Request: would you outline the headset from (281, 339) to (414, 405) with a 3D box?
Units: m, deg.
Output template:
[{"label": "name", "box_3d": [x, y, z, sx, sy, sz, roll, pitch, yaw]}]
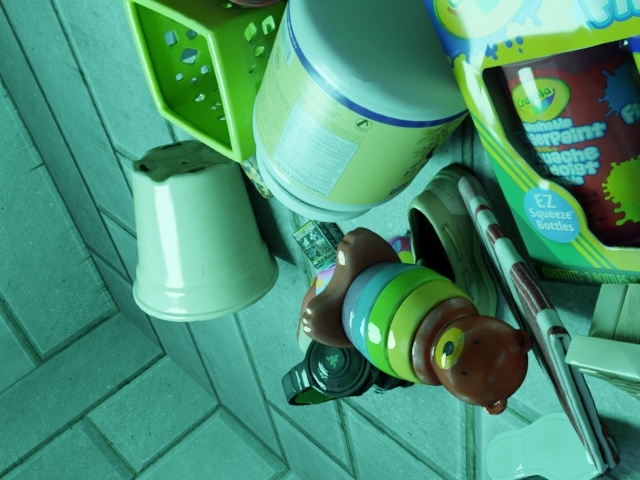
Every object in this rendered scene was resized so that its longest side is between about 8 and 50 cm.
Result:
[{"label": "headset", "box_3d": [0.098, 0.250, 1.303, 0.394, 0.243, 0.185, -41, 59, 40]}]

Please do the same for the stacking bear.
[{"label": "stacking bear", "box_3d": [0.139, 0.117, 0.899, 0.164, 0.175, 0.289, 30, 178, -39]}]

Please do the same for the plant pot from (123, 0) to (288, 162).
[{"label": "plant pot", "box_3d": [-0.133, -0.291, 1.052, 0.228, 0.207, 0.227, 34, 148, 34]}]

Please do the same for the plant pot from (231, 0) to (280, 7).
[{"label": "plant pot", "box_3d": [-0.110, -0.424, 0.886, 0.174, 0.191, 0.191, 46, 154, 32]}]

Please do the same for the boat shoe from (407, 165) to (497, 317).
[{"label": "boat shoe", "box_3d": [0.187, 0.050, 1.056, 0.121, 0.110, 0.341, 27, 143, 42]}]

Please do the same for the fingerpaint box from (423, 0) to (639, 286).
[{"label": "fingerpaint box", "box_3d": [0.326, -0.138, 0.541, 0.444, 0.163, 0.371, 4, 127, 57]}]

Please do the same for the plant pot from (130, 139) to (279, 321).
[{"label": "plant pot", "box_3d": [-0.271, -0.043, 1.507, 0.333, 0.333, 0.306, 26, 131, 43]}]

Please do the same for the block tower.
[{"label": "block tower", "box_3d": [0.395, 0.142, 0.667, 0.335, 0.097, 0.091, 26, 168, -23]}]

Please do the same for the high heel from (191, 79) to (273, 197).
[{"label": "high heel", "box_3d": [-0.173, -0.195, 1.354, 0.261, 0.093, 0.186, 34, 143, 17]}]

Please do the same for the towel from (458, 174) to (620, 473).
[{"label": "towel", "box_3d": [0.258, 0.084, 0.836, 0.237, 0.037, 0.329, 60, -170, -30]}]

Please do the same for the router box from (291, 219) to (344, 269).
[{"label": "router box", "box_3d": [0.000, 0.000, 1.379, 0.092, 0.038, 0.122, 53, 153, -1]}]

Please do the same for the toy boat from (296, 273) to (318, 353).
[{"label": "toy boat", "box_3d": [0.020, 0.133, 1.431, 0.231, 0.151, 0.151, 101, 156, -56]}]

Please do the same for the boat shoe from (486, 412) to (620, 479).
[{"label": "boat shoe", "box_3d": [0.386, 0.344, 1.120, 0.302, 0.091, 0.114, 140, 137, -65]}]

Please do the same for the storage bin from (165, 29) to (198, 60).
[{"label": "storage bin", "box_3d": [-0.244, -0.388, 1.247, 0.098, 0.091, 0.135, 40, 151, 25]}]

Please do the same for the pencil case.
[{"label": "pencil case", "box_3d": [0.084, 0.058, 1.214, 0.104, 0.104, 0.236, 56, 144, -5]}]

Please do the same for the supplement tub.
[{"label": "supplement tub", "box_3d": [0.049, -0.181, 0.854, 0.241, 0.241, 0.331, 49, 154, 8]}]
